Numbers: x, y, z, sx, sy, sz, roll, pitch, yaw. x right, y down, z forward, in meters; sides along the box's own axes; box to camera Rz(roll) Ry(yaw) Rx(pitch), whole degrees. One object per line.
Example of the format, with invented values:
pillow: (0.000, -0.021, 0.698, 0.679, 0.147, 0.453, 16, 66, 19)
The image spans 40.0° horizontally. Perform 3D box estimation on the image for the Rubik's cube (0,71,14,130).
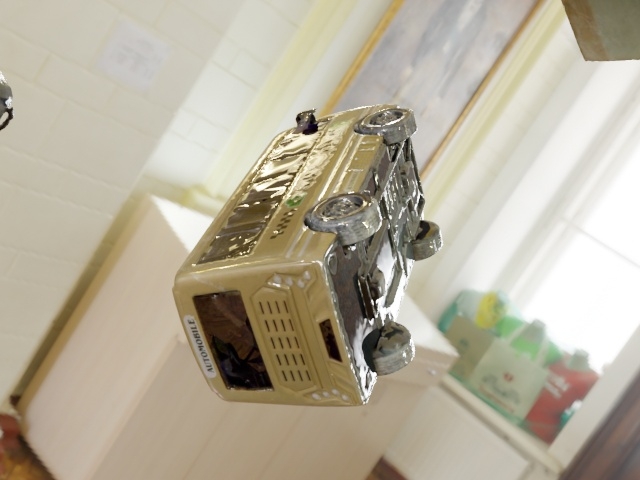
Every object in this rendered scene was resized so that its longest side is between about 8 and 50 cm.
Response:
Rubik's cube: (-0.539, -0.140, 0.739, 0.359, 0.362, 0.363, 18, 24, -50)

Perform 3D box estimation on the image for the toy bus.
toy bus: (0.000, 0.000, 0.714, 0.157, 0.139, 0.289, -6, 30, 19)

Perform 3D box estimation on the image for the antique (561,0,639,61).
antique: (0.180, -0.187, 0.421, 0.148, 0.152, 0.146, 5, -39, 43)
